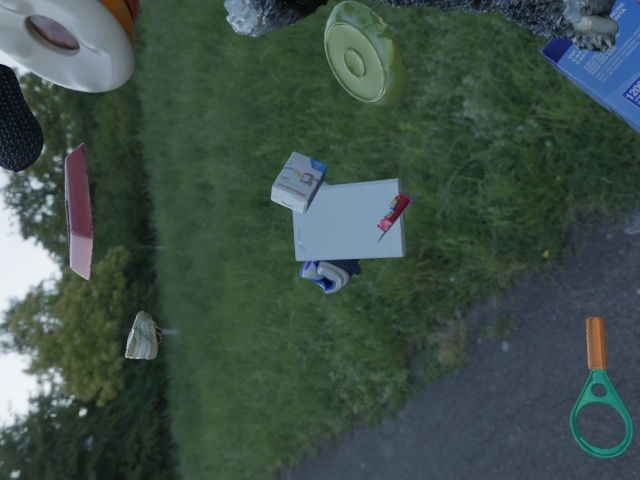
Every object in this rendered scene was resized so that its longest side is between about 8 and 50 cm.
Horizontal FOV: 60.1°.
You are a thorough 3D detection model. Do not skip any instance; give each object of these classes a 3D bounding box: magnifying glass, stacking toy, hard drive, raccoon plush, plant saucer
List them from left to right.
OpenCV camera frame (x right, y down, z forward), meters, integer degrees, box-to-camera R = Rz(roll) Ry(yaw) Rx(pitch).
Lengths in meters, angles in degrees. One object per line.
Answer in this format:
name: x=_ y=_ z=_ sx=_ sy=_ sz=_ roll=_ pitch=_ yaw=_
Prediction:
plant saucer: x=-0.598 y=-0.064 z=1.364 sx=0.258 sy=0.047 sz=0.259 roll=-50 pitch=50 yaw=55
stacking toy: x=-0.535 y=-0.624 z=1.288 sx=0.350 sy=0.350 sz=0.480 roll=111 pitch=173 yaw=-64
hard drive: x=0.072 y=-0.051 z=1.494 sx=0.040 sy=0.307 sz=0.203 roll=-6 pitch=-88 yaw=-66
plant saucer: x=0.083 y=-0.385 z=1.179 sx=0.241 sy=0.037 sz=0.241 roll=43 pitch=158 yaw=21
raccoon plush: x=0.145 y=-0.314 z=0.690 sx=0.446 sy=0.299 sz=0.216 roll=-15 pitch=47 yaw=36
magnifying glass: x=0.466 y=0.242 z=0.928 sx=0.026 sy=0.092 sz=0.231 roll=48 pitch=-135 yaw=-59

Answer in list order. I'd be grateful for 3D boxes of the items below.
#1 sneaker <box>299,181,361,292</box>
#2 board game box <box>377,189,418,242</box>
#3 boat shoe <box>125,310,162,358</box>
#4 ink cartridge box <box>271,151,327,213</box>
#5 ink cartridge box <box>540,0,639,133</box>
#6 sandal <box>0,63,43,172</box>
sneaker: x=0.000 y=0.000 z=1.648 sx=0.323 sy=0.130 sz=0.236 roll=59 pitch=-135 yaw=-22
board game box: x=0.155 y=-0.061 z=1.187 sx=0.133 sy=0.033 sz=0.168 roll=-52 pitch=-4 yaw=15
boat shoe: x=-0.331 y=0.184 z=1.051 sx=0.063 sy=0.059 sz=0.170 roll=-68 pitch=18 yaw=8
ink cartridge box: x=-0.049 y=-0.133 z=1.267 sx=0.052 sy=0.088 sz=0.122 roll=105 pitch=-170 yaw=-57
ink cartridge box: x=0.564 y=-0.328 z=0.902 sx=0.270 sy=0.151 sz=0.395 roll=-51 pitch=41 yaw=25
sandal: x=-0.428 y=-0.166 z=0.764 sx=0.179 sy=0.067 sz=0.040 roll=65 pitch=146 yaw=20
